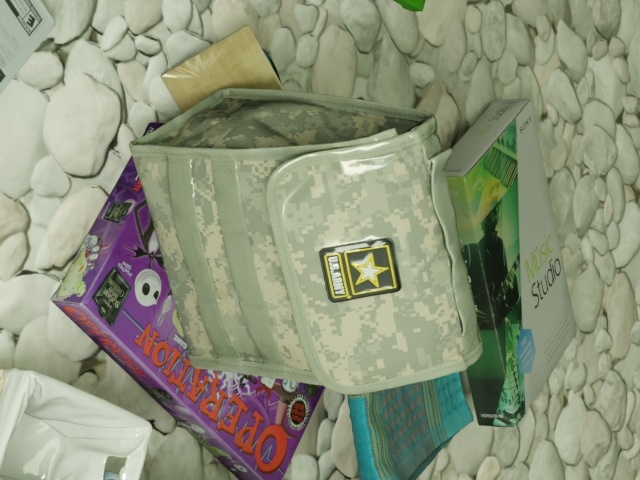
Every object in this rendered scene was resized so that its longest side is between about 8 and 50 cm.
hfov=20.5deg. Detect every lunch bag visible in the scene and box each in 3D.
[{"bbox_3d":[0.000,0.000,1.572,0.169,0.287,0.235,-37,122,-44],"label":"lunch bag"}]

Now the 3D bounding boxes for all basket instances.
[{"bbox_3d":[-0.243,0.179,1.501,0.167,0.103,0.113,34,67,-49],"label":"basket"}]

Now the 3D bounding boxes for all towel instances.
[{"bbox_3d":[0.089,0.076,1.921,0.271,0.040,0.370,-33,119,-60],"label":"towel"}]

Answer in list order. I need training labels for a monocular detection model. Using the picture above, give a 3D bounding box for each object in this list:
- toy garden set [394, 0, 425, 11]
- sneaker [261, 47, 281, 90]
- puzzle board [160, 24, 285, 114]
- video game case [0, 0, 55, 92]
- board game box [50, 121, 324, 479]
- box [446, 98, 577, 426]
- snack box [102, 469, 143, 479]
[{"bbox_3d":[0.045,-0.380,1.860,0.244,0.049,0.204,25,75,-49],"label":"toy garden set"},{"bbox_3d":[-0.050,-0.105,1.761,0.078,0.067,0.188,-61,138,-58],"label":"sneaker"},{"bbox_3d":[-0.081,-0.129,1.692,0.096,0.011,0.128,-31,114,-1],"label":"puzzle board"},{"bbox_3d":[-0.314,-0.192,1.443,0.173,0.022,0.190,-58,135,-31],"label":"video game case"},{"bbox_3d":[-0.102,0.071,1.716,0.347,0.056,0.208,50,60,-42],"label":"board game box"},{"bbox_3d":[0.216,0.023,2.071,0.232,0.058,0.322,-47,128,-53],"label":"box"},{"bbox_3d":[-0.118,0.282,1.610,0.207,0.174,0.070,43,64,-46],"label":"snack box"}]
